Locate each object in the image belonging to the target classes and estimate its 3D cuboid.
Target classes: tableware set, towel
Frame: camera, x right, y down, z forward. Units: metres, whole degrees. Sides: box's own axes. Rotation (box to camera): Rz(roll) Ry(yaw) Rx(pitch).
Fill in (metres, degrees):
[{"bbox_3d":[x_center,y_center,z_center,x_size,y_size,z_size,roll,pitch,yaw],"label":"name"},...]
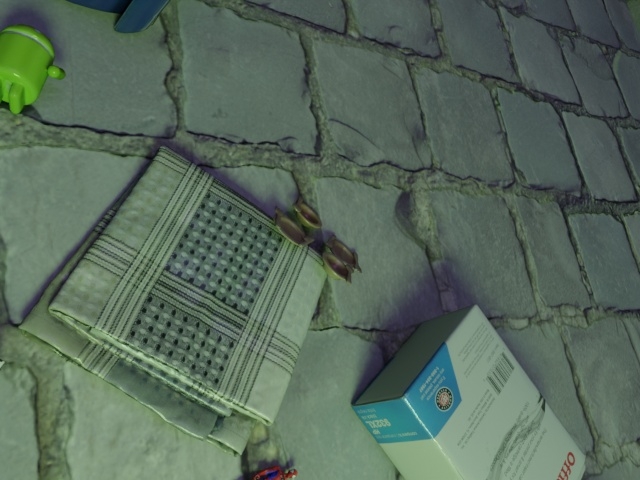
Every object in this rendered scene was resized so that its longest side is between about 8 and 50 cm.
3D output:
[{"bbox_3d":[0.000,0.000,0.873,0.168,0.020,0.141,43,21,-6],"label":"tableware set"},{"bbox_3d":[-0.152,0.067,0.751,0.312,0.056,0.324,37,54,-17],"label":"towel"}]

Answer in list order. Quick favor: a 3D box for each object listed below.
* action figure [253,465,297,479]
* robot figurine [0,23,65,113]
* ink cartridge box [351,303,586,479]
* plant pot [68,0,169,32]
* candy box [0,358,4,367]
[{"bbox_3d":[-0.076,0.306,0.718,0.115,0.030,0.038,-10,71,-40],"label":"action figure"},{"bbox_3d":[-0.368,-0.213,0.712,0.101,0.067,0.115,16,61,-15],"label":"robot figurine"},{"bbox_3d":[0.229,0.289,0.873,0.223,0.129,0.307,-39,94,-40],"label":"ink cartridge box"},{"bbox_3d":[-0.262,-0.442,0.791,0.212,0.236,0.236,34,54,-27],"label":"plant pot"},{"bbox_3d":[-0.425,0.130,0.519,0.196,0.070,0.165,38,53,-16],"label":"candy box"}]
